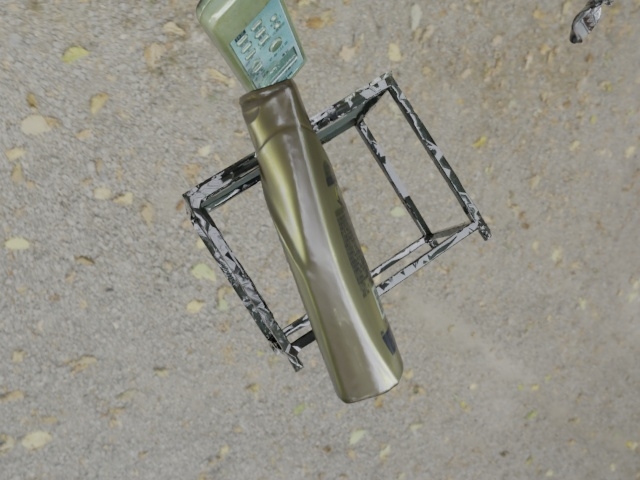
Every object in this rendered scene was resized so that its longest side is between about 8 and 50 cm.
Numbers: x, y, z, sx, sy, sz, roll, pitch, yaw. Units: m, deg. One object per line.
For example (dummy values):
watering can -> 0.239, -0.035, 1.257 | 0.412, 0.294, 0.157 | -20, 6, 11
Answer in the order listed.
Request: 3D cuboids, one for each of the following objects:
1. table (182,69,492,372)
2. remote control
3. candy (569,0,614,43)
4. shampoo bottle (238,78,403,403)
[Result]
table -> 0.015, -0.024, 0.965 | 0.335, 0.222, 0.272 | -33, 92, -11
remote control -> -0.075, -0.242, 0.781 | 0.098, 0.038, 0.233 | -47, 166, -2
candy -> 0.301, -0.281, 0.631 | 0.226, 0.051, 0.094 | -54, 148, -16
shampoo bottle -> 0.000, 0.000, 0.719 | 0.084, 0.125, 0.350 | -18, 102, 9
